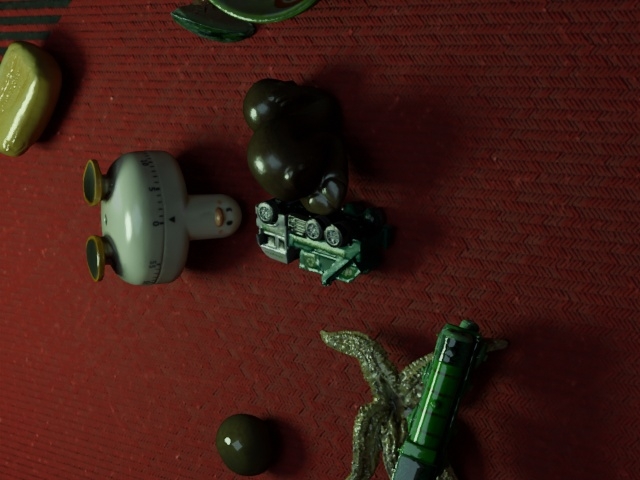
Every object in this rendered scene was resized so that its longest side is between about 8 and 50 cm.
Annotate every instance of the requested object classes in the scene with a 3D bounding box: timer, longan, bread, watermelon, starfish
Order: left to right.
[{"bbox_3d":[-0.557,-0.266,2.297,0.147,0.098,0.217,49,119,24],"label":"bread"},{"bbox_3d":[-0.272,-0.039,2.071,0.233,0.240,0.233,176,90,-68],"label":"timer"},{"bbox_3d":[-0.185,-0.366,2.019,0.155,0.101,0.080,38,105,18],"label":"watermelon"},{"bbox_3d":[-0.126,0.342,2.035,0.113,0.092,0.113,26,135,30],"label":"longan"},{"bbox_3d":[0.137,0.284,1.829,0.302,0.084,0.293,0,89,20],"label":"starfish"}]

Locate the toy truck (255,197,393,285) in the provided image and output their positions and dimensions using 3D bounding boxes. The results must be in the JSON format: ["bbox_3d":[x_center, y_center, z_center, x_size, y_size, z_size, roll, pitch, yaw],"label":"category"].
[{"bbox_3d":[0.000,0.000,1.895,0.216,0.110,0.116,17,116,35],"label":"toy truck"}]

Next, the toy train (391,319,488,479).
[{"bbox_3d":[0.166,0.232,1.714,0.085,0.119,0.251,18,96,13],"label":"toy train"}]

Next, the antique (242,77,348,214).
[{"bbox_3d":[-0.052,-0.155,1.857,0.121,0.143,0.257,-47,35,32],"label":"antique"}]

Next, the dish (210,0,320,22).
[{"bbox_3d":[-0.058,-0.497,1.866,0.324,0.124,0.324,5,100,30],"label":"dish"}]
